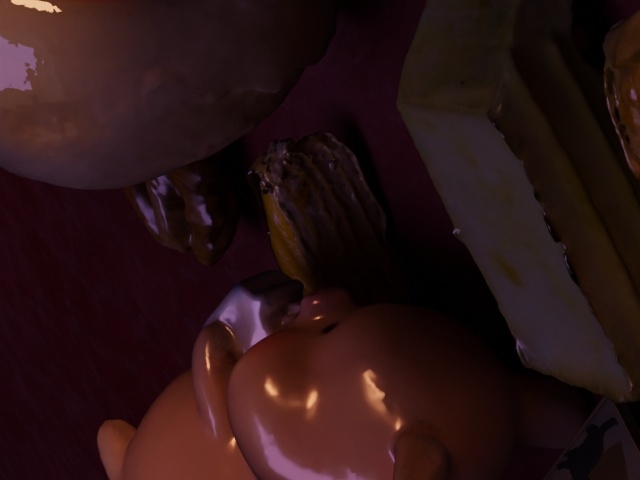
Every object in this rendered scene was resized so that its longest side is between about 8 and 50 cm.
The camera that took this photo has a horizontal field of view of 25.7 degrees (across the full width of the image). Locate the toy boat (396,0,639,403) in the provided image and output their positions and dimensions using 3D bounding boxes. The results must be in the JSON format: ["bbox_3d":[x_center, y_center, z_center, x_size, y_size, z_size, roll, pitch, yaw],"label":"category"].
[{"bbox_3d":[0.115,-0.024,0.707,0.111,0.084,0.276,13,132,59],"label":"toy boat"}]

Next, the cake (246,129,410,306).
[{"bbox_3d":[0.004,-0.003,0.974,0.185,0.080,0.116,56,170,-22],"label":"cake"}]

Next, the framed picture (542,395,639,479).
[{"bbox_3d":[0.178,0.202,0.773,0.136,0.010,0.200,112,144,-48],"label":"framed picture"}]

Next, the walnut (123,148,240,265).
[{"bbox_3d":[-0.118,-0.066,1.100,0.143,0.069,0.170,25,142,47],"label":"walnut"}]

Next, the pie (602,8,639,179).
[{"bbox_3d":[0.211,-0.067,0.505,0.128,0.068,0.282,59,151,-7],"label":"pie"}]

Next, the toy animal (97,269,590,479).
[{"bbox_3d":[0.003,0.123,0.887,0.213,0.195,0.256,54,132,16],"label":"toy animal"}]

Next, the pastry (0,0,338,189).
[{"bbox_3d":[-0.120,-0.153,0.801,0.265,0.265,0.133,42,153,30],"label":"pastry"}]
